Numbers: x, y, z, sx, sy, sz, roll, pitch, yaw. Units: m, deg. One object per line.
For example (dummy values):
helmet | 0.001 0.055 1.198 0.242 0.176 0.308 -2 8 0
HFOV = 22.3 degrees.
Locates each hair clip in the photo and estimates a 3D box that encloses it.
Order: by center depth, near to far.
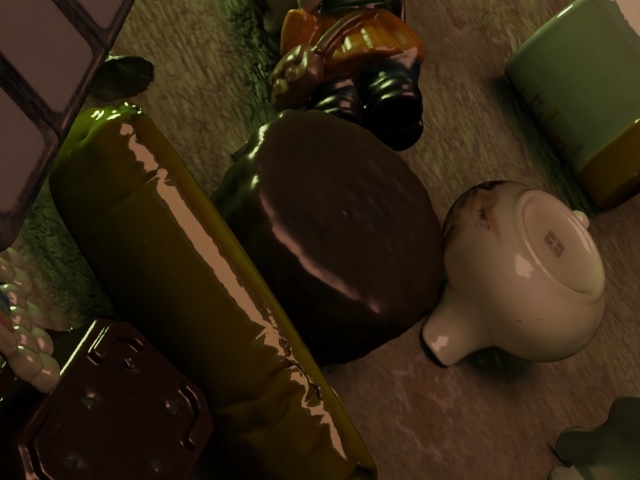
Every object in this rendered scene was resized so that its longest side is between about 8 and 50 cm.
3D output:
hair clip | -0.257 0.010 1.146 0.140 0.054 0.220 48 6 -40

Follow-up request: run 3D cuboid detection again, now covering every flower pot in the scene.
flower pot | -0.162 0.153 1.160 0.179 0.084 0.251 44 33 -11

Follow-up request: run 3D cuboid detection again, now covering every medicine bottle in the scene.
medicine bottle | 0.391 -0.194 2.074 0.232 0.238 0.238 56 32 10

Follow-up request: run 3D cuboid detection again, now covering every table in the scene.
table | 0.356 0.218 1.646 0.166 0.198 0.166 32 37 -28

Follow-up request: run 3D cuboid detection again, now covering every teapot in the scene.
teapot | 0.210 0.034 1.712 0.204 0.139 0.298 53 34 5

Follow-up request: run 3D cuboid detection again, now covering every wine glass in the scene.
wine glass | -0.219 -0.250 1.511 0.074 0.074 0.262 12 48 -46

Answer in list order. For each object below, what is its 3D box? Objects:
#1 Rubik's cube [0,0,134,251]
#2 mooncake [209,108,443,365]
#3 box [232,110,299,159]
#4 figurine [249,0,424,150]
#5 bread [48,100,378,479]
Rubik's cube | -0.333 -0.130 0.971 0.301 0.305 0.303 50 33 -24
mooncake | 0.000 0.000 1.470 0.228 0.124 0.228 22 48 -27
box | 0.015 -0.026 1.618 0.220 0.032 0.122 50 30 -1
figurine | 0.016 -0.226 1.690 0.204 0.185 0.332 69 6 -70
bread | -0.092 0.063 1.307 0.383 0.112 0.166 56 -2 1
